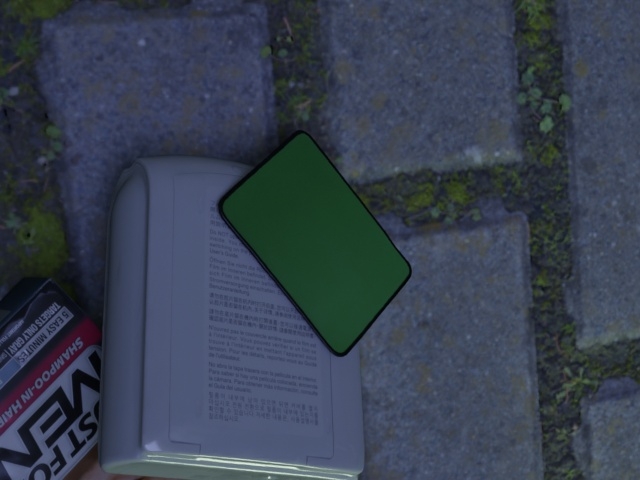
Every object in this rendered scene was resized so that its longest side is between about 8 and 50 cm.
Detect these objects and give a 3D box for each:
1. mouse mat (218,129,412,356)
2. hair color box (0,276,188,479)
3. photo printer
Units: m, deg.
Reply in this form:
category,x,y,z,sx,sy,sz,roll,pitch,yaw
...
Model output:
category,x,y,z,sx,sy,sz,roll,pitch,yaw
mouse mat,0.000,0.000,1.063,0.189,0.007,0.152,53,49,-10
hair color box,-0.208,0.231,1.064,0.185,0.114,0.374,-48,109,-20
photo printer,-0.081,0.071,1.046,0.256,0.107,0.307,13,64,-34
